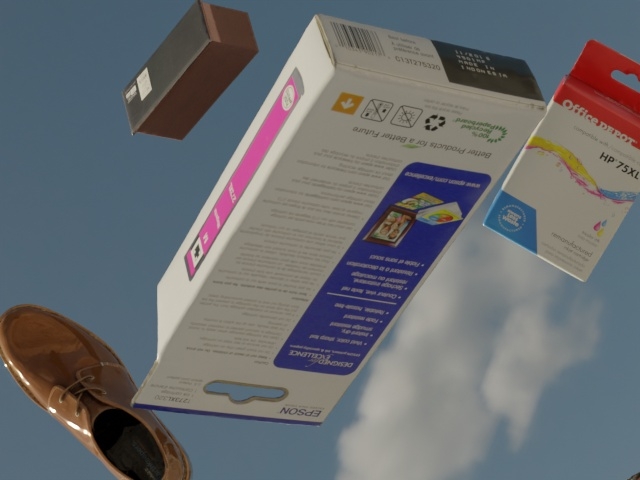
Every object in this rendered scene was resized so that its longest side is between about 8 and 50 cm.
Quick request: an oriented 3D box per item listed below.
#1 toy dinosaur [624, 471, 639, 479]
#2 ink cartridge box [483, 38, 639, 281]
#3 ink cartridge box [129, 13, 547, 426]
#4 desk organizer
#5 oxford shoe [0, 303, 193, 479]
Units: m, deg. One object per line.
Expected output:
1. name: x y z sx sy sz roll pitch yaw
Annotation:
1. toy dinosaur: 0.228 0.269 1.344 0.322 0.164 0.218 -52 21 44
2. ink cartridge box: 0.293 -0.089 1.998 0.231 0.134 0.078 -62 -4 17
3. ink cartridge box: 0.000 0.000 1.355 0.176 0.069 0.371 9 -49 -28
4. desk organizer: -0.109 -0.140 1.516 0.050 0.047 0.130 9 -39 -36
5. oxford shoe: -0.185 0.124 1.463 0.076 0.212 0.076 -47 -13 -6
